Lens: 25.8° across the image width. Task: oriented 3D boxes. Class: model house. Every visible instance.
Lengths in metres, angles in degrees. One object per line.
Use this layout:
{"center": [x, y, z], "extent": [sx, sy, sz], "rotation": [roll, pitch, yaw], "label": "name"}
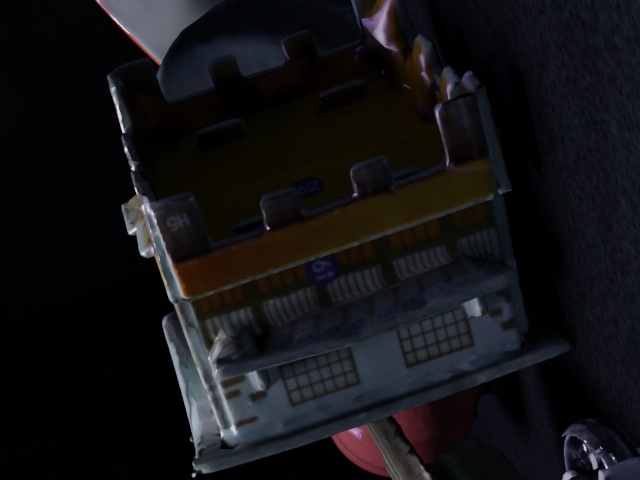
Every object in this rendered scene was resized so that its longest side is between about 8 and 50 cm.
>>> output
{"center": [0.000, 0.000, 0.798], "extent": [0.198, 0.224, 0.215], "rotation": [-117, 9, -60], "label": "model house"}

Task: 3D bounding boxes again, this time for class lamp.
{"center": [0.068, 0.089, 1.057], "extent": [0.182, 0.140, 0.182], "rotation": [178, 90, -87], "label": "lamp"}

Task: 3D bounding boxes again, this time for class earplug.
{"center": [-0.027, -0.046, 1.097], "extent": [0.324, 0.185, 0.185], "rotation": [97, 153, -74], "label": "earplug"}

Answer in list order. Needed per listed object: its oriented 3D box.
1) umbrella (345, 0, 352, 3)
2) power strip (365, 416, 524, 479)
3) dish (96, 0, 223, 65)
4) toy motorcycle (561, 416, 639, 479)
{"center": [-0.008, -0.214, 1.073], "extent": [0.066, 0.059, 0.235], "rotation": [27, 144, 50], "label": "umbrella"}
{"center": [0.126, 0.205, 0.820], "extent": [0.257, 0.092, 0.251], "rotation": [58, -176, -21], "label": "power strip"}
{"center": [-0.109, -0.226, 1.135], "extent": [0.256, 0.117, 0.256], "rotation": [45, -170, -10], "label": "dish"}
{"center": [0.156, 0.160, 0.554], "extent": [0.229, 0.074, 0.151], "rotation": [-148, 42, -69], "label": "toy motorcycle"}
